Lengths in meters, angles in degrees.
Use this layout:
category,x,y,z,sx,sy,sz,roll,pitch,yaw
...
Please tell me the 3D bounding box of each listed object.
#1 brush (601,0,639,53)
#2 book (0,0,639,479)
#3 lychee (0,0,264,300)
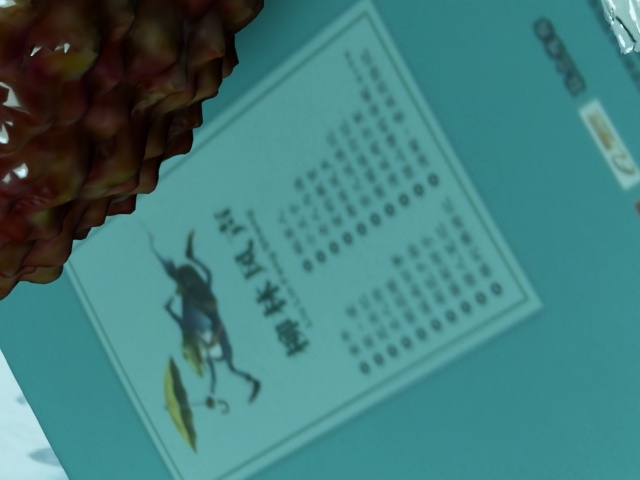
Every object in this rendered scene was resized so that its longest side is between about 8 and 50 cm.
category,x,y,z,sx,sy,sz,roll,pitch,yaw
brush,0.061,-0.198,0.468,0.090,0.017,0.314,-14,109,30
book,0.000,0.000,0.661,0.379,0.031,0.264,-33,81,43
lychee,-0.144,-0.103,0.563,0.264,0.300,0.264,-3,103,-14
